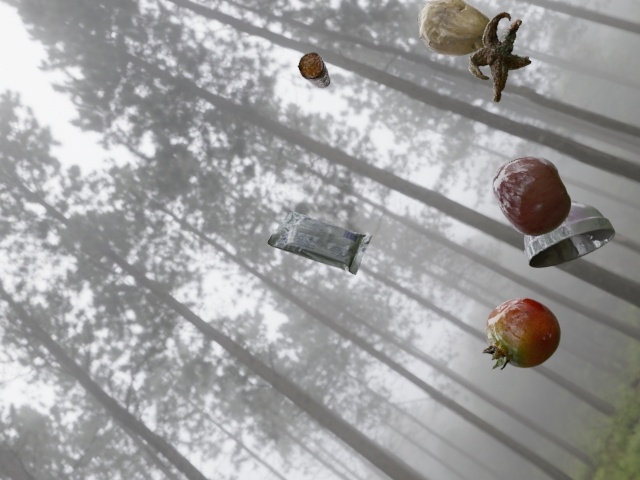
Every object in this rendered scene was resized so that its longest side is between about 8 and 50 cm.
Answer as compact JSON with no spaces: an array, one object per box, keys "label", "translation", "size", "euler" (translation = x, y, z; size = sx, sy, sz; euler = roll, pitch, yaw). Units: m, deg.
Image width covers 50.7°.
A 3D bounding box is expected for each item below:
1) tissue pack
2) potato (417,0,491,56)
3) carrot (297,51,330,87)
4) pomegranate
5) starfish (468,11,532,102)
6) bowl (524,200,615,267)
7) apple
[{"label":"tissue pack","translation":[0.000,0.000,1.396],"size":[0.122,0.193,0.026],"euler":[-63,-13,-45]},{"label":"potato","translation":[0.352,-0.563,1.803],"size":[0.128,0.235,0.161],"euler":[-39,-28,-22]},{"label":"carrot","translation":[-0.003,-0.448,1.840],"size":[0.072,0.072,0.205],"euler":[-62,-13,4]},{"label":"pomegranate","translation":[0.604,0.292,2.067],"size":[0.257,0.221,0.220],"euler":[-39,-37,-18]},{"label":"starfish","translation":[0.408,-0.416,1.547],"size":[0.053,0.150,0.209],"euler":[126,148,-80]},{"label":"bowl","translation":[0.792,-0.031,2.205],"size":[0.287,0.143,0.287],"euler":[-15,-22,-6]},{"label":"apple","translation":[0.396,-0.085,1.259],"size":[0.120,0.153,0.153],"euler":[-31,-25,21]}]
